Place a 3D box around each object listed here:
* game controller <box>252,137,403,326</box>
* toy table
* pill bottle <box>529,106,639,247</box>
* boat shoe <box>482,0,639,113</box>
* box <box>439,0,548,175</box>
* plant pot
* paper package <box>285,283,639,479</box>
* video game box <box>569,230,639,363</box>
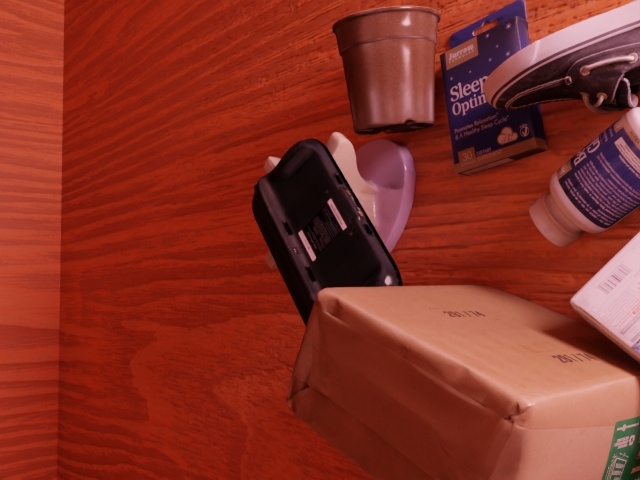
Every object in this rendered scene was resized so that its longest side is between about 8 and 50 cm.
[{"bbox_3d":[0.000,0.000,0.949,0.166,0.067,0.319,-41,58,21],"label":"game controller"},{"bbox_3d":[0.025,-0.048,1.078,0.252,0.160,0.274,38,115,43],"label":"toy table"},{"bbox_3d":[0.333,-0.067,0.769,0.169,0.094,0.094,-46,55,37],"label":"pill bottle"},{"bbox_3d":[0.337,-0.198,0.762,0.301,0.108,0.102,-17,79,34],"label":"boat shoe"},{"bbox_3d":[0.240,-0.219,0.933,0.136,0.036,0.225,-17,74,48],"label":"box"},{"bbox_3d":[0.107,-0.252,1.003,0.167,0.167,0.165,-3,93,49],"label":"plant pot"},{"bbox_3d":[0.187,0.174,0.748,0.309,0.324,0.168,25,107,47],"label":"paper package"},{"bbox_3d":[0.398,0.053,0.659,0.205,0.048,0.187,-45,48,2],"label":"video game box"}]
